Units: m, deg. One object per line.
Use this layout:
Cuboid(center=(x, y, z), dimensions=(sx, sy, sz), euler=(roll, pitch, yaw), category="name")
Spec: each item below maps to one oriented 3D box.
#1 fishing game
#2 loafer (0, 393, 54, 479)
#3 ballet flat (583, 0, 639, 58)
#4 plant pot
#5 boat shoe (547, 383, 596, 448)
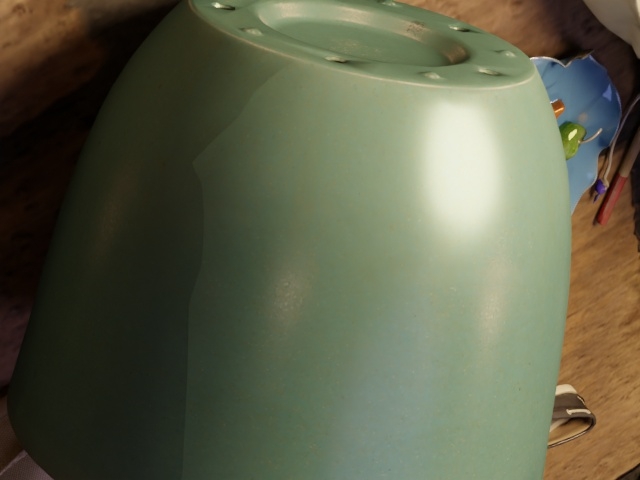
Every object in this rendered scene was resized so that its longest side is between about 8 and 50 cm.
Cuboid(center=(0.134, -0.043, 1.316), dimensions=(0.264, 0.041, 0.189), euler=(-11, 134, -39), category="fishing game")
Cuboid(center=(-0.112, 0.140, 1.224), dimensions=(0.268, 0.092, 0.102), euler=(-9, 132, -38), category="loafer")
Cuboid(center=(0.256, -0.136, 1.241), dimensions=(0.139, 0.139, 0.400), euler=(-42, 140, -2), category="ballet flat")
Cuboid(center=(0.000, 0.000, 1.040), dimensions=(0.293, 0.293, 0.235), euler=(-5, 116, -41), category="plant pot")
Cuboid(center=(0.158, 0.148, 1.534), dimensions=(0.125, 0.038, 0.046), euler=(-14, 135, -34), category="boat shoe")
